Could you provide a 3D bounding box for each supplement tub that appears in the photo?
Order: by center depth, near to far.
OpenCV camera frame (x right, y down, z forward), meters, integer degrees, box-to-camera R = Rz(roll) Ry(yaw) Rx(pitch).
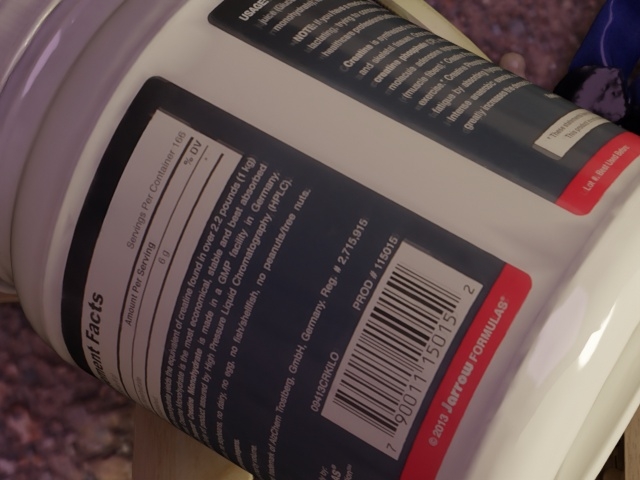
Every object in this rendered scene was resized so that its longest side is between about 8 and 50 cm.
[{"bbox_3d":[0.000,0.000,0.645,0.272,0.191,0.191,29,76,18],"label":"supplement tub"}]

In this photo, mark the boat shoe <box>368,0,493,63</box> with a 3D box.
[{"bbox_3d":[-0.034,-0.104,0.808,0.302,0.113,0.103,34,78,6],"label":"boat shoe"}]

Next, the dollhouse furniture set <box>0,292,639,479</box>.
[{"bbox_3d":[0.014,0.144,0.786,0.355,0.174,0.303,-2,69,9],"label":"dollhouse furniture set"}]

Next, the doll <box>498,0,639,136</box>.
[{"bbox_3d":[0.152,-0.068,0.868,0.129,0.046,0.189,31,83,-16],"label":"doll"}]
